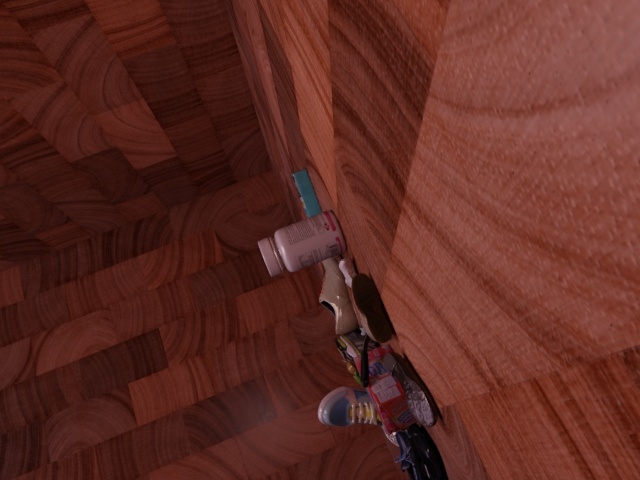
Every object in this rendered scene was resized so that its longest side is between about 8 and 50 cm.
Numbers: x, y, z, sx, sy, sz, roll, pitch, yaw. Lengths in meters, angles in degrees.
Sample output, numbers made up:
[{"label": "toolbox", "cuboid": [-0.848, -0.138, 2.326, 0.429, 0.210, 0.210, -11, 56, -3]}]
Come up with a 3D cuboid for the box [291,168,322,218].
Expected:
[{"label": "box", "cuboid": [-0.050, -0.172, 2.000, 0.100, 0.060, 0.245, -144, 33, -80]}]

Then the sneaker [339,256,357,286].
[{"label": "sneaker", "cuboid": [0.108, 0.116, 1.644, 0.061, 0.053, 0.152, 50, 168, 46]}]

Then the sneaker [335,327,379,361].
[{"label": "sneaker", "cuboid": [0.183, 0.426, 1.777, 0.300, 0.121, 0.111, 39, 159, 39]}]

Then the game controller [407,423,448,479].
[{"label": "game controller", "cuboid": [0.361, 0.739, 1.531, 0.166, 0.067, 0.320, 24, 137, 62]}]

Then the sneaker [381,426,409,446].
[{"label": "sneaker", "cuboid": [0.312, 0.775, 2.036, 0.151, 0.094, 0.256, 42, -179, -45]}]

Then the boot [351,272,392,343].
[{"label": "boot", "cuboid": [0.147, 0.210, 1.463, 0.165, 0.077, 0.213, 83, 165, -78]}]

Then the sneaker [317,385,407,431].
[{"label": "sneaker", "cuboid": [0.166, 0.554, 1.562, 0.208, 0.318, 0.127, -1, 88, 55]}]

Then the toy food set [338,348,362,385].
[{"label": "toy food set", "cuboid": [0.127, 0.491, 1.776, 0.192, 0.038, 0.133, 28, 151, 54]}]

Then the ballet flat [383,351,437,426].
[{"label": "ballet flat", "cuboid": [0.249, 0.393, 1.291, 0.250, 0.058, 0.084, 52, 128, 55]}]

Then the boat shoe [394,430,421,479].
[{"label": "boat shoe", "cuboid": [0.345, 0.848, 1.816, 0.109, 0.088, 0.258, 91, 156, -47]}]

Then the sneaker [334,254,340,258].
[{"label": "sneaker", "cuboid": [0.000, 0.000, 1.888, 0.225, 0.088, 0.093, 44, 165, 46]}]

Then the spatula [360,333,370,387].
[{"label": "spatula", "cuboid": [0.148, 0.332, 1.517, 0.084, 0.030, 0.297, 35, -140, -23]}]

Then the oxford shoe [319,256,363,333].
[{"label": "oxford shoe", "cuboid": [0.050, 0.178, 1.894, 0.141, 0.146, 0.397, 76, 171, -59]}]

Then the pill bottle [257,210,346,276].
[{"label": "pill bottle", "cuboid": [-0.066, 0.014, 1.691, 0.160, 0.282, 0.161, 159, 90, -84]}]

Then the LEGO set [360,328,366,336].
[{"label": "LEGO set", "cuboid": [0.145, 0.427, 1.979, 0.183, 0.060, 0.245, -120, 31, -44]}]

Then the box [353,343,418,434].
[{"label": "box", "cuboid": [0.209, 0.451, 1.482, 0.257, 0.128, 0.123, -126, 16, -67]}]
